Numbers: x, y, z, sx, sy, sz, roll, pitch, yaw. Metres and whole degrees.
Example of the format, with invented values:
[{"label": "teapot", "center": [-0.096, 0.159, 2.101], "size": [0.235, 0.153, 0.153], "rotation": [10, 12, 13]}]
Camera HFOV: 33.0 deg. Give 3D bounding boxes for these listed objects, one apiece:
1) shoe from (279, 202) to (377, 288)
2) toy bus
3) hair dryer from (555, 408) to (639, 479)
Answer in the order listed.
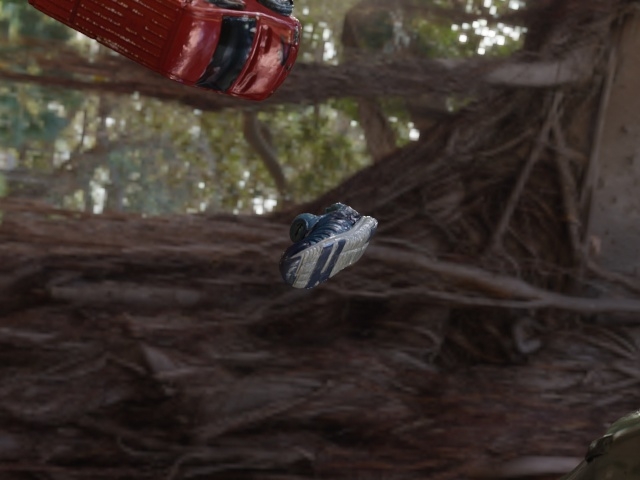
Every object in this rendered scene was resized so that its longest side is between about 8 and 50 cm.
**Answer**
[{"label": "shoe", "center": [0.000, 0.000, 1.121], "size": [0.071, 0.143, 0.064], "rotation": [35, -54, 18]}, {"label": "toy bus", "center": [-0.112, -0.169, 0.804], "size": [0.081, 0.195, 0.089], "rotation": [-62, 180, 29]}, {"label": "hair dryer", "center": [0.203, 0.111, 0.673], "size": [0.219, 0.088, 0.225], "rotation": [-62, -178, 47]}]
